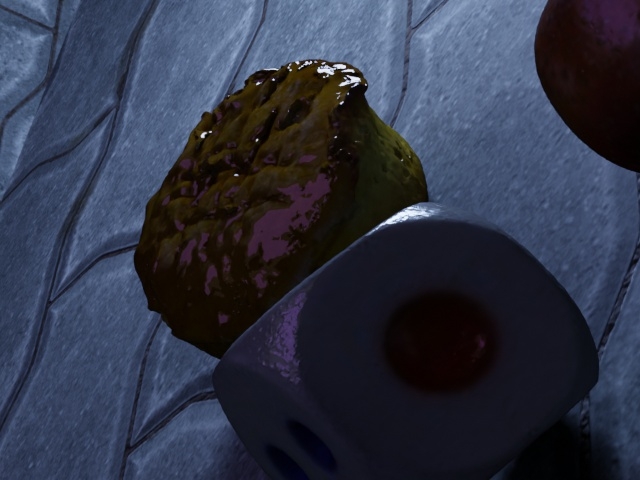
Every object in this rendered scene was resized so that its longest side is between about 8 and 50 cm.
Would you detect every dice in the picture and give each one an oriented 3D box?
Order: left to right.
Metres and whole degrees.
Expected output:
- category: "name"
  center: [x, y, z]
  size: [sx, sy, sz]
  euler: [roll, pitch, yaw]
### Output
- category: "dice"
  center: [0.077, 0.126, 1.694]
  size: [0.259, 0.243, 0.251]
  euler: [-40, -7, -22]

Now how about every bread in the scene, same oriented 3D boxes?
- category: "bread"
  center: [-0.046, -0.030, 2.252]
  size: [0.398, 0.215, 0.398]
  euler: [-31, 39, 29]

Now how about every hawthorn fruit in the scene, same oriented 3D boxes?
- category: "hawthorn fruit"
  center: [0.333, -0.175, 1.738]
  size: [0.263, 0.231, 0.235]
  euler: [41, 128, 32]
